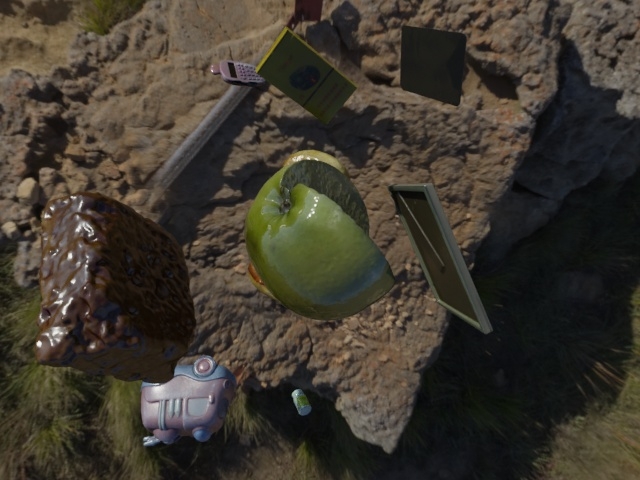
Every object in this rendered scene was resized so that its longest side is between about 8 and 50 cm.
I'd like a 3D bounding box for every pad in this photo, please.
[{"bbox_3d":[0.185,-0.297,0.763,0.003,0.157,0.112,-20,126,-23],"label":"pad"}]

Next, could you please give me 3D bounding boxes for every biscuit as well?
[{"bbox_3d":[-0.439,0.101,1.012,0.166,0.342,0.395,-26,59,9],"label":"biscuit"}]

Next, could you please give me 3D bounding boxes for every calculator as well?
[{"bbox_3d":[-0.239,-0.487,1.318,0.166,0.024,0.103,-1,55,-23],"label":"calculator"}]

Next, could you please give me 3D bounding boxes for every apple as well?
[{"bbox_3d":[-0.017,0.008,0.841,0.233,0.295,0.258,-38,131,16],"label":"apple"}]

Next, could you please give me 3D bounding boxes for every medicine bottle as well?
[{"bbox_3d":[-0.068,0.571,1.594,0.047,0.083,0.047,-14,128,-19],"label":"medicine bottle"}]

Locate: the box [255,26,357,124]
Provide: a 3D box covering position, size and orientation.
[{"bbox_3d":[-0.022,-0.272,0.758,0.155,0.023,0.087,29,121,-31],"label":"box"}]

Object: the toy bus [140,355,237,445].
[{"bbox_3d":[-0.412,0.508,1.406,0.294,0.197,0.232,-3,53,-3],"label":"toy bus"}]

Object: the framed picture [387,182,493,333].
[{"bbox_3d":[0.221,0.023,0.874,0.020,0.211,0.289,-27,100,-6],"label":"framed picture"}]

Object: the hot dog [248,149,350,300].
[{"bbox_3d":[-0.032,-0.030,1.237,0.185,0.223,0.405,21,93,27],"label":"hot dog"}]
